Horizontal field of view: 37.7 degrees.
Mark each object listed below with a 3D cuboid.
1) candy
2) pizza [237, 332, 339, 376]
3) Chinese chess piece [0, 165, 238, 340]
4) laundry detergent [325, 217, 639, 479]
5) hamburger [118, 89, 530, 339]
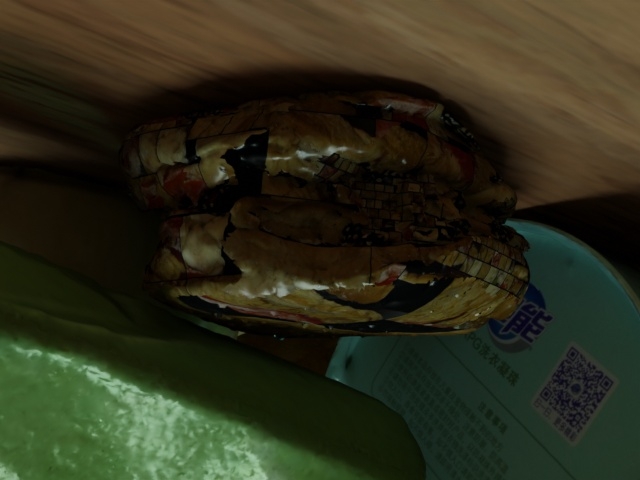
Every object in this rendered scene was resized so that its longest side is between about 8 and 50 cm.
[{"bbox_3d":[-0.091,0.095,0.512,0.344,0.142,0.132,30,125,-35],"label":"candy"},{"bbox_3d":[0.023,0.130,0.835,0.366,0.182,0.073,-7,124,-18],"label":"pizza"},{"bbox_3d":[-0.191,0.036,0.684,0.270,0.112,0.270,6,163,2],"label":"Chinese chess piece"},{"bbox_3d":[0.197,0.160,0.660,0.305,0.287,0.287,19,159,-37],"label":"laundry detergent"},{"bbox_3d":[0.000,0.000,0.512,0.231,0.106,0.231,0,165,0],"label":"hamburger"}]
